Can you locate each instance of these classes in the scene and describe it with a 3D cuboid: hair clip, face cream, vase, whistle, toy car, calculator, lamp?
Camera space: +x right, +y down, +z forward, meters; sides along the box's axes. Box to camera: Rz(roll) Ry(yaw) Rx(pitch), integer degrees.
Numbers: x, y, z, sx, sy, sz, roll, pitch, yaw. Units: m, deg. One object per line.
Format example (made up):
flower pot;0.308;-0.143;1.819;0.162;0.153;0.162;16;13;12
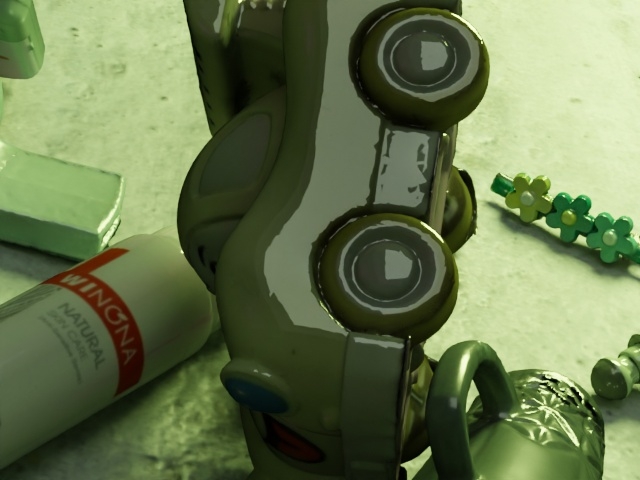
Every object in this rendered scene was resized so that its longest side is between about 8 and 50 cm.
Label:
hair clip;0.228;-0.019;1.715;0.173;0.049;0.049;25;34;12
face cream;-0.167;0.070;1.370;0.102;0.102;0.345;31;38;23
vase;0.115;0.174;1.264;0.156;0.251;0.301;-6;17;18
whistle;-0.288;-0.097;1.519;0.290;0.163;0.163;14;33;-1
toy car;-0.010;-0.005;1.324;0.226;0.242;0.336;9;63;7
calculator;-0.301;-0.188;1.619;0.141;0.045;0.246;16;-10;-3
lamp;0.282;0.084;1.562;0.163;0.091;0.091;-27;50;-25
